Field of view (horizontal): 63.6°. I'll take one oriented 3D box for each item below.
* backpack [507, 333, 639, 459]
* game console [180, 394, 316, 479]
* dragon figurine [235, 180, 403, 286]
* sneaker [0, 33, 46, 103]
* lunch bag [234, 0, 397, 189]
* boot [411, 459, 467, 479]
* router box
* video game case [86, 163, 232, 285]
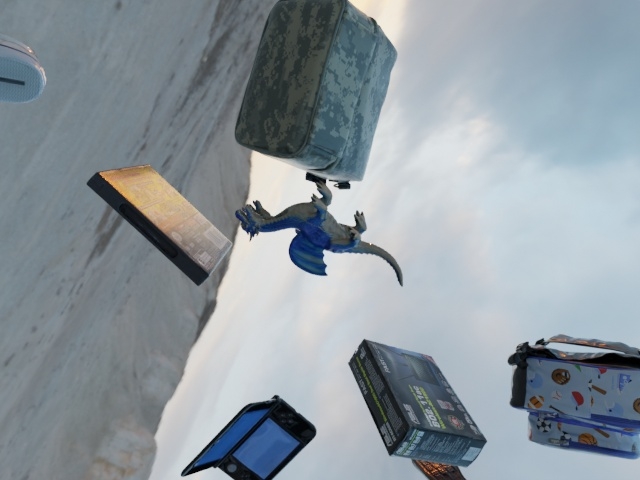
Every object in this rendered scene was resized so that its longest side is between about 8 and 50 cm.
[{"bbox_3d":[0.501,0.283,0.946,0.264,0.277,0.212,-8,-100,32],"label":"backpack"},{"bbox_3d":[-0.080,0.249,0.608,0.122,0.107,0.071,-47,-172,9],"label":"game console"},{"bbox_3d":[0.000,0.000,0.876,0.144,0.289,0.085,-44,-161,33],"label":"dragon figurine"},{"bbox_3d":[-0.486,-0.231,0.639,0.091,0.258,0.094,53,-56,45],"label":"sneaker"},{"bbox_3d":[0.015,-0.264,0.974,0.213,0.256,0.304,19,-85,43],"label":"lunch bag"},{"bbox_3d":[0.245,0.496,0.997,0.219,0.082,0.106,18,-73,59],"label":"boot"},{"bbox_3d":[0.090,0.155,0.503,0.038,0.092,0.122,-62,-153,19],"label":"router box"},{"bbox_3d":[-0.287,-0.041,0.985,0.035,0.248,0.275,-44,-171,7],"label":"video game case"}]
